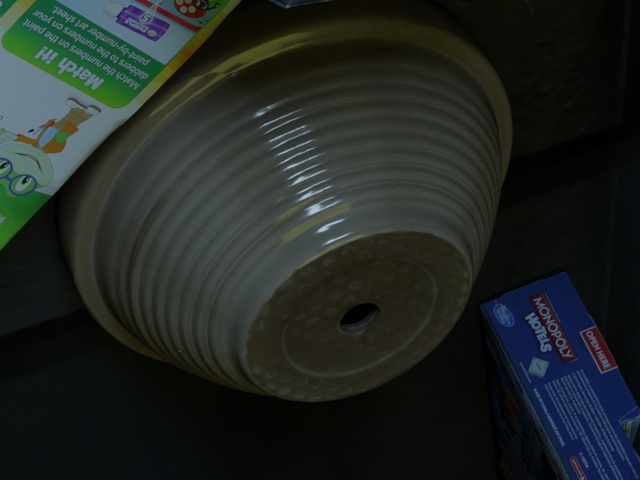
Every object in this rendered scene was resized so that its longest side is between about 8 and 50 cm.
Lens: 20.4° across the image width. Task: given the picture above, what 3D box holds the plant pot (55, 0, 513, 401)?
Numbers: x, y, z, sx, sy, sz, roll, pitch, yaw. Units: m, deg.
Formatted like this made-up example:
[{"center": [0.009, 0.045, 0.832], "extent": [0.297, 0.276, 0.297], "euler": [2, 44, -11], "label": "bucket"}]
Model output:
[{"center": [0.000, 0.000, 0.864], "extent": [0.237, 0.109, 0.237], "euler": [-17, 140, -15], "label": "plant pot"}]

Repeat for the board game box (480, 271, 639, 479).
[{"center": [0.160, 0.149, 1.090], "extent": [0.060, 0.194, 0.194], "euler": [-21, 155, -7], "label": "board game box"}]

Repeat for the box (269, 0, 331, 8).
[{"center": [0.029, -0.179, 0.647], "extent": [0.156, 0.093, 0.158], "euler": [-14, 122, -34], "label": "box"}]

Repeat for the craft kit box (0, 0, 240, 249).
[{"center": [-0.152, -0.119, 0.688], "extent": [0.246, 0.061, 0.250], "euler": [-45, 138, 15], "label": "craft kit box"}]
